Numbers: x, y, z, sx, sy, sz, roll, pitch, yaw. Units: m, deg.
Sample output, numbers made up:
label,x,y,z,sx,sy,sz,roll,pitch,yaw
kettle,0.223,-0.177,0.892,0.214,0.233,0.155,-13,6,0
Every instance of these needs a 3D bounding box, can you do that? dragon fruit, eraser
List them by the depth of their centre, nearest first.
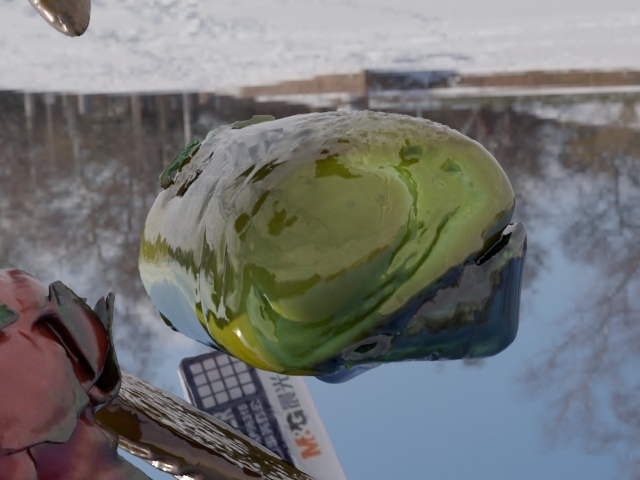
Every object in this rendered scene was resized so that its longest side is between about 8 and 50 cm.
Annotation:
label,x,y,z,sx,sy,sz,roll,pitch,yaw
dragon fruit,-0.219,0.115,0.809,0.193,0.274,0.192,-33,-148,25
eraser,-0.048,0.243,1.338,0.130,0.086,0.287,-18,-124,-13

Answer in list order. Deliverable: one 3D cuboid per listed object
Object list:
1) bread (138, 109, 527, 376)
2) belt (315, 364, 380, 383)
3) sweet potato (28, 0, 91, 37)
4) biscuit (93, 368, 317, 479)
label,x,y,z,sx,sy,sz,roll,pitch,yaw
bread,0.000,0.000,1.037,0.251,0.208,0.376,-7,-173,-19
belt,0.035,0.101,1.688,0.082,0.141,0.190,-27,-161,38
sweet potato,-0.276,-0.335,1.159,0.114,0.341,0.092,-9,165,3
biscuit,-0.115,0.168,1.086,0.318,0.040,0.318,28,174,3
